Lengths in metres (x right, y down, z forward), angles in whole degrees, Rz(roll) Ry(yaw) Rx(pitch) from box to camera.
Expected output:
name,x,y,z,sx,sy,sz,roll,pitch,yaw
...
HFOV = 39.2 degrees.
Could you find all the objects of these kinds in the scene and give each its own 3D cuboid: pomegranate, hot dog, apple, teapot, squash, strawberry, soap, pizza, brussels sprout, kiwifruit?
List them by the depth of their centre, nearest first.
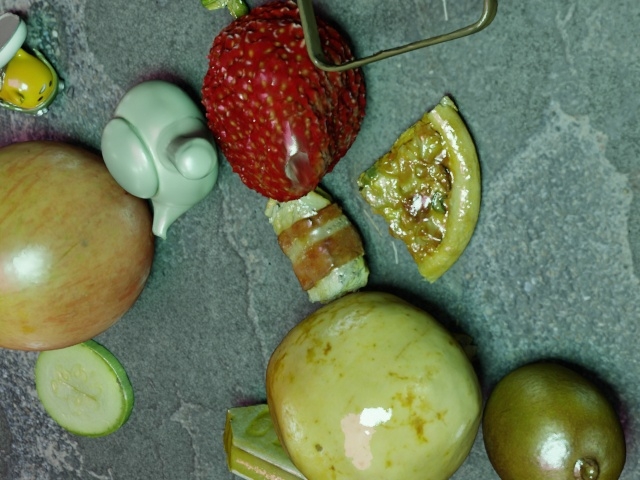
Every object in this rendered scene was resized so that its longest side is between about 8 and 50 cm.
name,x,y,z,sx,sy,sz,roll,pitch,yaw
kiwifruit,0.326,0.277,1.259,0.196,0.234,0.196,-2,104,-6
strawberry,-0.063,-0.188,1.264,0.261,0.257,0.261,16,127,23
pizza,0.138,-0.073,1.315,0.197,0.058,0.292,15,116,22
pomegranate,0.092,0.231,1.338,0.342,0.342,0.343,10,114,23
brussels sprout,-0.140,-0.357,1.352,0.083,0.046,0.051,33,118,-1
teapot,-0.235,-0.152,1.357,0.220,0.149,0.318,55,152,4
hot dog,0.000,0.000,1.396,0.146,0.103,0.213,-23,89,53
apple,-0.477,0.016,1.503,0.363,0.364,0.364,10,114,23
soap,-0.047,0.360,1.525,0.257,0.160,0.080,21,116,17
squash,-0.471,0.290,1.780,0.219,0.041,0.219,10,115,23

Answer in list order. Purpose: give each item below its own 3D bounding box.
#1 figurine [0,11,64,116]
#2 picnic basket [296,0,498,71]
name,x,y,z,sx,sy,sz,roll,pitch,yaw
figurine,-0.538,-0.286,1.558,0.250,0.167,0.141,7,154,50
picnic basket,0.065,-0.384,1.087,0.254,0.291,0.321,-9,97,29
